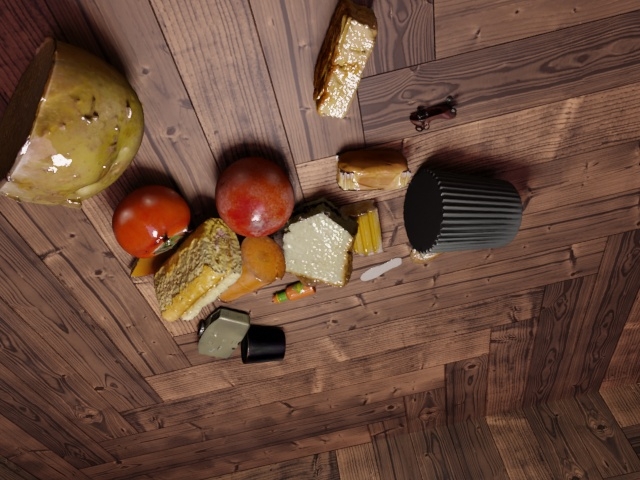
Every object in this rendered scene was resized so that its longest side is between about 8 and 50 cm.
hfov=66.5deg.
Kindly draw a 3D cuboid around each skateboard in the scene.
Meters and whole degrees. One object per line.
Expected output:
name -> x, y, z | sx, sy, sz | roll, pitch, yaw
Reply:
skateboard -> 0.368, -0.405, 1.597 | 0.151, 0.067, 0.080 | -12, 143, 8

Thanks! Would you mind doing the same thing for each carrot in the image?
carrot -> -0.272, 0.113, 1.784 | 0.196, 0.195, 0.254 | 27, 137, -30

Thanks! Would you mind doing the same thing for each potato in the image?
potato -> -0.650, -0.277, 1.311 | 0.319, 0.385, 0.442 | 16, 140, -42

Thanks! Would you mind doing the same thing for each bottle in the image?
bottle -> -0.114, 0.222, 2.070 | 0.187, 0.069, 0.069 | -22, 132, 9

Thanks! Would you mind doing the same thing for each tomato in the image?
tomato -> -0.553, -0.064, 1.608 | 0.256, 0.256, 0.224 | -38, 96, 23
tomato -> -0.218, -0.133, 1.605 | 0.265, 0.264, 0.264 | -5, 133, -6

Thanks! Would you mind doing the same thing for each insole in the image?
insole -> 0.259, 0.123, 2.090 | 0.197, 0.004, 0.065 | -28, 131, 15

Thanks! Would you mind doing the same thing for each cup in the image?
cup -> -0.273, 0.473, 2.251 | 0.177, 0.239, 0.165 | 3, 90, -20

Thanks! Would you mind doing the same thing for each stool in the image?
stool -> 0.509, -0.101, 1.751 | 0.330, 0.297, 0.297 | -1, 132, -17

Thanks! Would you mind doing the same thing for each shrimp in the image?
shrimp -> 0.460, 0.041, 2.037 | 0.180, 0.041, 0.099 | -19, 118, 8

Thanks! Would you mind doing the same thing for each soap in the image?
soap -> 0.159, -0.039, 1.877 | 0.140, 0.073, 0.232 | -12, 133, 3

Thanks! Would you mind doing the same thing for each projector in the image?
projector -> -0.445, 0.408, 2.166 | 0.194, 0.088, 0.269 | 18, 126, -24

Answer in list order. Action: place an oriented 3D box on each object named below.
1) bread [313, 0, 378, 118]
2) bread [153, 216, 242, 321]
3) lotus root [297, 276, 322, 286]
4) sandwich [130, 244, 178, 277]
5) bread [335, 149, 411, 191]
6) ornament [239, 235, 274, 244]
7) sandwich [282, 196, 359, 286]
bread -> 0.060, -0.502, 1.361 | 0.114, 0.184, 0.274 | 11, 130, -12
bread -> -0.433, 0.104, 1.698 | 0.165, 0.236, 0.375 | 11, 140, -42
lotus root -> -0.023, 0.111, 1.961 | 0.159, 0.135, 0.095 | -7, 133, -22
sandwich -> -0.614, 0.080, 1.854 | 0.163, 0.058, 0.193 | 20, 123, -27
bread -> 0.175, -0.240, 1.653 | 0.241, 0.136, 0.107 | -4, 130, -8
ornament -> -0.227, 0.079, 1.914 | 0.202, 0.080, 0.236 | -23, 130, 15
sandwich -> 0.000, 0.000, 1.789 | 0.262, 0.131, 0.325 | 14, 128, 10
